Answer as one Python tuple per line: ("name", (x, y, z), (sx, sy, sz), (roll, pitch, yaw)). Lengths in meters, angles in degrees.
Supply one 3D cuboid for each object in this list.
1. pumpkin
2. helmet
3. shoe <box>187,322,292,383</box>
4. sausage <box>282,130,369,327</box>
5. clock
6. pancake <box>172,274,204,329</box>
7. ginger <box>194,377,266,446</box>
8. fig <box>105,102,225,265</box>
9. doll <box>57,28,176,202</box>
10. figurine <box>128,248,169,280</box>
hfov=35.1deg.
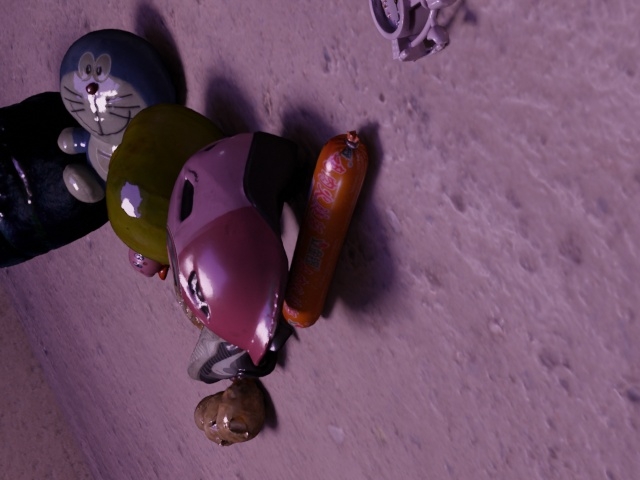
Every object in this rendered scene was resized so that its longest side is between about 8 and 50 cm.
("pumpkin", (-0.510, -0.102, 1.717), (0.363, 0.363, 0.266), (-2, 108, 64))
("helmet", (-0.100, -0.002, 1.125), (0.198, 0.154, 0.253), (116, 170, -74))
("shoe", (-0.111, 0.153, 1.409), (0.112, 0.099, 0.227), (32, 143, 8))
("sausage", (0.000, 0.000, 1.126), (0.053, 0.053, 0.348), (56, 151, 27))
("clock", (0.081, -0.198, 0.837), (0.129, 0.041, 0.087), (168, 87, -70))
("pancake", (-0.208, 0.081, 1.634), (0.139, 0.022, 0.139), (42, 142, 44))
("ginger", (-0.142, 0.271, 1.578), (0.204, 0.080, 0.104), (144, 137, -63))
("fig", (-0.165, -0.059, 1.295), (0.225, 0.203, 0.203), (23, 144, 3))
("doll", (-0.284, -0.175, 1.460), (0.228, 0.154, 0.258), (13, 134, 22))
("figurine", (-0.288, 0.027, 1.704), (0.067, 0.071, 0.083), (-75, 0, -50))
